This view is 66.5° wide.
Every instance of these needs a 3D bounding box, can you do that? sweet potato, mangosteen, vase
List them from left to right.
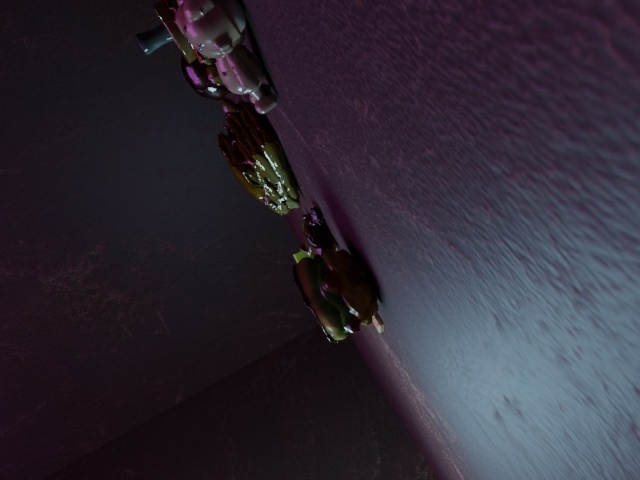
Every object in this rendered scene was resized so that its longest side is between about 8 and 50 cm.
[{"bbox_3d":[-0.382,-0.567,1.299,0.086,0.214,0.086,60,176,8],"label":"vase"},{"bbox_3d":[-0.271,-0.452,1.253,0.180,0.166,0.166,-16,103,60],"label":"mangosteen"},{"bbox_3d":[-0.293,-0.421,1.998,0.106,0.095,0.354,-40,-72,-49],"label":"sweet potato"}]

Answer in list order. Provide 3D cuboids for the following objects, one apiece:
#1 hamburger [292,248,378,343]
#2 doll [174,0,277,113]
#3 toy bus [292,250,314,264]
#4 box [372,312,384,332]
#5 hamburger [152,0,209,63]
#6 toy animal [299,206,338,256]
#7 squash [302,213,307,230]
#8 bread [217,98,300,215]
[{"bbox_3d":[0.047,0.119,1.146,0.237,0.149,0.237,61,-176,-8],"label":"hamburger"},{"bbox_3d":[-0.175,-0.372,0.945,0.154,0.119,0.278,59,-175,33],"label":"doll"},{"bbox_3d":[-0.002,0.144,1.958,0.262,0.128,0.150,62,176,5],"label":"toy bus"},{"bbox_3d":[0.158,0.225,1.374,0.058,0.015,0.093,58,175,22],"label":"box"},{"bbox_3d":[-0.279,-0.494,1.096,0.175,0.137,0.175,56,174,8],"label":"hamburger"},{"bbox_3d":[0.000,0.000,1.406,0.179,0.089,0.188,105,144,-62],"label":"toy animal"},{"bbox_3d":[-0.036,-0.029,1.800,0.052,0.052,0.183,58,171,35],"label":"squash"},{"bbox_3d":[-0.206,-0.251,1.571,0.277,0.167,0.324,58,174,35],"label":"bread"}]
